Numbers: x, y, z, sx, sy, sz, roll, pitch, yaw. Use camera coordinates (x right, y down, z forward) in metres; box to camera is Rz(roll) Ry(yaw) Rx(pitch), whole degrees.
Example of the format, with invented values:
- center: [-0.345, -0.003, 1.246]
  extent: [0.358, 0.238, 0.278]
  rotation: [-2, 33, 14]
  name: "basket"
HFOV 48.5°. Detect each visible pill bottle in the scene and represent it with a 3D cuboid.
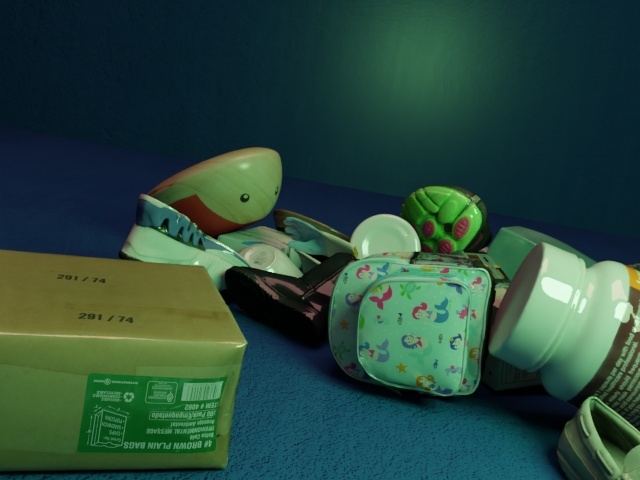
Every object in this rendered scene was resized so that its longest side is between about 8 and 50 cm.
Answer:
- center: [0.150, 0.038, 1.607]
  extent: [0.152, 0.152, 0.272]
  rotation: [12, -8, 9]
  name: "pill bottle"
- center: [0.468, 0.166, 1.050]
  extent: [0.392, 0.224, 0.224]
  rotation: [25, 14, 4]
  name: "pill bottle"

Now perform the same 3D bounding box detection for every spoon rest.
- center: [-0.067, 0.079, 1.507]
  extent: [0.277, 0.084, 0.137]
  rotation: [14, 48, 21]
  name: "spoon rest"

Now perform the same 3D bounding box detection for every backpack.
- center: [0.138, 0.130, 1.135]
  extent: [0.254, 0.225, 0.191]
  rotation: [8, 7, 19]
  name: "backpack"

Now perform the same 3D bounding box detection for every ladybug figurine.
- center: [-0.257, -0.089, 1.697]
  extent: [0.305, 0.161, 0.449]
  rotation: [-19, 0, -39]
  name: "ladybug figurine"

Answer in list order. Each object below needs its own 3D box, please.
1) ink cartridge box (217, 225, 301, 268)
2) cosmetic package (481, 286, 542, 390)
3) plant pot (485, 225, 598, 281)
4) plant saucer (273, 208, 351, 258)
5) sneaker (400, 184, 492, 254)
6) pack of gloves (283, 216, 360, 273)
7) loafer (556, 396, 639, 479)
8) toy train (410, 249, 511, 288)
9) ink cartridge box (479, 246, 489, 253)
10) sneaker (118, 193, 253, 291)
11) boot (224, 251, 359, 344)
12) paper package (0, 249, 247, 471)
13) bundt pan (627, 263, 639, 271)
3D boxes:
- center: [-0.140, 0.027, 1.694]
  extent: [0.140, 0.082, 0.191]
  rotation: [16, 12, 23]
  name: "ink cartridge box"
- center: [0.413, 0.162, 1.273]
  extent: [0.296, 0.153, 0.129]
  rotation: [-2, 13, -18]
  name: "cosmetic package"
- center: [0.504, 0.076, 1.647]
  extent: [0.234, 0.165, 0.165]
  rotation: [40, 27, 30]
  name: "plant pot"
- center: [0.000, 0.000, 1.809]
  extent: [0.278, 0.041, 0.278]
  rotation: [24, -8, 4]
  name: "plant saucer"
- center: [0.307, -0.040, 1.687]
  extent: [0.202, 0.185, 0.483]
  rotation: [-29, -9, -7]
  name: "sneaker"
- center: [0.002, 0.054, 1.534]
  extent: [0.046, 0.195, 0.232]
  rotation: [-40, 44, -24]
  name: "pack of gloves"
- center: [0.392, 0.294, 0.845]
  extent: [0.112, 0.111, 0.319]
  rotation: [6, 13, -17]
  name: "loafer"
- center: [0.264, 0.106, 1.420]
  extent: [0.334, 0.142, 0.190]
  rotation: [3, 42, -39]
  name: "toy train"
- center: [0.564, 0.103, 1.868]
  extent: [0.296, 0.066, 0.261]
  rotation: [17, 10, -5]
  name: "ink cartridge box"
- center: [-0.275, 0.059, 1.363]
  extent: [0.127, 0.182, 0.315]
  rotation: [24, -11, 41]
  name: "sneaker"
- center: [-0.031, 0.085, 1.365]
  extent: [0.247, 0.094, 0.207]
  rotation: [25, 38, 30]
  name: "boot"
- center: [-0.286, 0.139, 0.881]
  extent: [0.325, 0.168, 0.309]
  rotation: [6, 14, -21]
  name: "paper package"
- center: [0.963, 0.166, 1.863]
  extent: [0.331, 0.124, 0.331]
  rotation: [9, 13, -2]
  name: "bundt pan"
